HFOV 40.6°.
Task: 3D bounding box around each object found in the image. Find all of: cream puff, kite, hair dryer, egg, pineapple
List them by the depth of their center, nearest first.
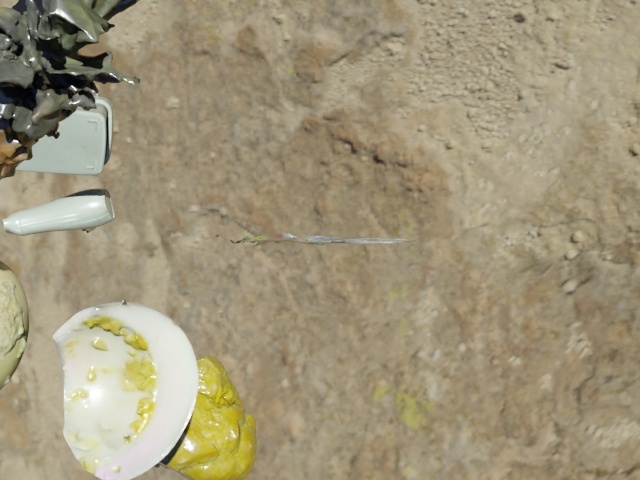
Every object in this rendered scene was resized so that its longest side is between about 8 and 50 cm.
[{"bbox_3d":[-0.281,-0.143,0.794,0.341,0.169,0.169,-23,82,25],"label":"pineapple"},{"bbox_3d":[-0.447,0.113,1.076,0.164,0.164,0.201,15,84,38],"label":"egg"},{"bbox_3d":[0.000,-0.002,1.349,0.169,0.310,0.015,6,96,48],"label":"kite"},{"bbox_3d":[-0.314,0.219,1.356,0.162,0.206,0.270,1,95,51],"label":"egg"},{"bbox_3d":[-0.511,-0.036,1.755,0.237,0.207,0.075,110,147,-81],"label":"hair dryer"},{"bbox_3d":[-0.256,0.403,1.921,0.274,0.323,0.269,21,74,20],"label":"cream puff"}]

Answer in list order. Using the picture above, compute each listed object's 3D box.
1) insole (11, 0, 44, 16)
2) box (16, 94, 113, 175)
[{"bbox_3d":[-0.619,-0.500,1.864,0.253,0.086,0.005,-47,30,31],"label":"insole"},{"bbox_3d":[-0.482,-0.196,1.560,0.129,0.210,0.147,-116,32,-66],"label":"box"}]
